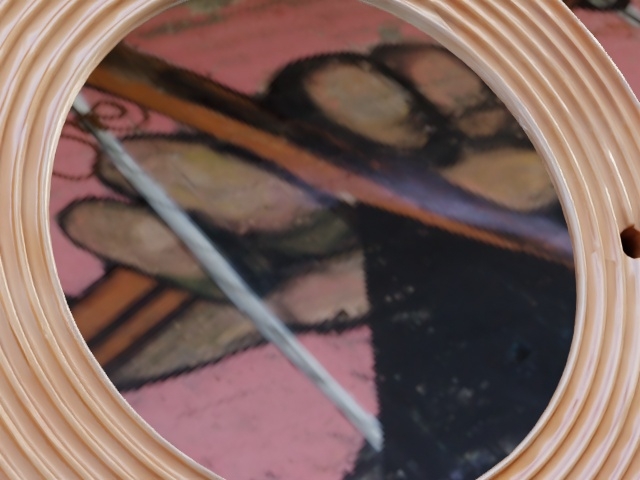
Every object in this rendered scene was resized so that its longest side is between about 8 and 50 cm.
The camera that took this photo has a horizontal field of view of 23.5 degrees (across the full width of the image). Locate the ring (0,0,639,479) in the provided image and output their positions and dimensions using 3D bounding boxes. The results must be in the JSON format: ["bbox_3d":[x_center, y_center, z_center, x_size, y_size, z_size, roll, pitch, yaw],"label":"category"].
[{"bbox_3d":[0.000,0.000,0.598,0.337,0.336,0.032,-17,-15,-28],"label":"ring"}]
